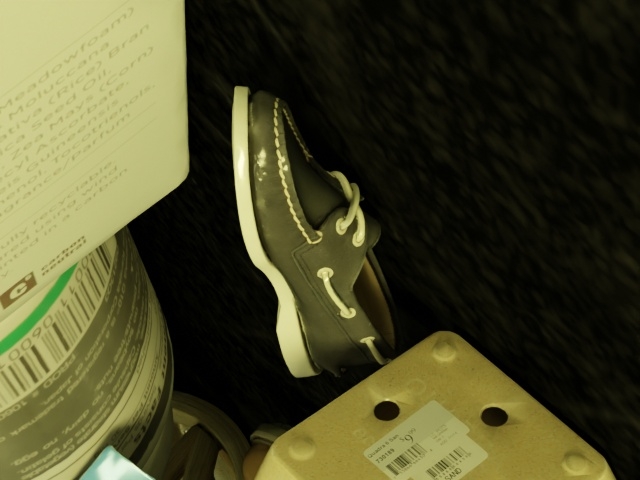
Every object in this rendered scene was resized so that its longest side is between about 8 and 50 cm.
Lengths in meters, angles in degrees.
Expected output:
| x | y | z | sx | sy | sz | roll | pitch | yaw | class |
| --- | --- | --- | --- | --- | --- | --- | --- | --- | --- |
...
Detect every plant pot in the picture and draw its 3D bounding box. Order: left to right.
| x | y | z | sx | sy | sz | roll | pitch | yaw | class |
| --- | --- | --- | --- | --- | --- | --- | --- | --- | --- |
| 0.037 | 0.096 | 0.479 | 0.109 | 0.109 | 0.096 | 41 | 151 | 34 | plant pot |

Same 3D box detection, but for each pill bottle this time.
| x | y | z | sx | sy | sz | roll | pitch | yaw | class |
| --- | --- | --- | --- | --- | --- | --- | --- | --- | --- |
| -0.191 | 0.048 | 0.836 | 0.204 | 0.204 | 0.361 | 45 | 164 | 22 | pill bottle |

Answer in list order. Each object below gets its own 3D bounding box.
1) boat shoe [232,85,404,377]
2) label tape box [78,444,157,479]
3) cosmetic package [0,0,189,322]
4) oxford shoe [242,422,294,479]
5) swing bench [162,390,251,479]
| x | y | z | sx | sy | sz | roll | pitch | yaw | class |
| --- | --- | --- | --- | --- | --- | --- | --- | --- | --- |
| 0.000 | 0.000 | 0.469 | 0.125 | 0.038 | 0.046 | 75 | -165 | -46 | boat shoe |
| -0.054 | 0.306 | 0.806 | 0.333 | 0.241 | 0.106 | 38 | -166 | -12 | label tape box |
| -0.164 | -0.126 | 0.403 | 0.230 | 0.161 | 0.453 | 49 | 166 | 10 | cosmetic package |
| 0.028 | 0.178 | 0.715 | 0.227 | 0.096 | 0.083 | 46 | 167 | 25 | oxford shoe |
| -0.075 | 0.278 | 1.043 | 0.165 | 0.255 | 0.253 | 5 | 140 | 33 | swing bench |
